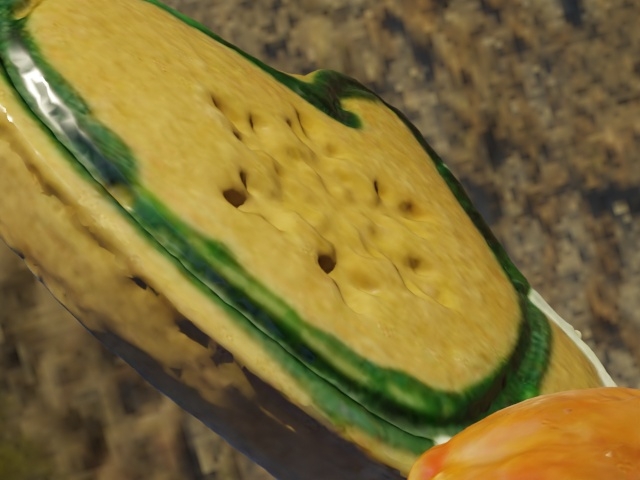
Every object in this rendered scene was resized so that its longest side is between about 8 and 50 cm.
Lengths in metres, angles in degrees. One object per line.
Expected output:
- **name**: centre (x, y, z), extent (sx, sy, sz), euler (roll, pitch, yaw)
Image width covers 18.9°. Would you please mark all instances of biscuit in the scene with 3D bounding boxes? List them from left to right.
- **biscuit**: centre (0.001, -0.001, 0.802), extent (0.344, 0.057, 0.287), euler (41, -155, 0)

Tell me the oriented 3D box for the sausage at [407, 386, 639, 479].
- **sausage**: centre (0.126, 0.160, 0.566), extent (0.268, 0.141, 0.153), euler (51, 125, 14)
